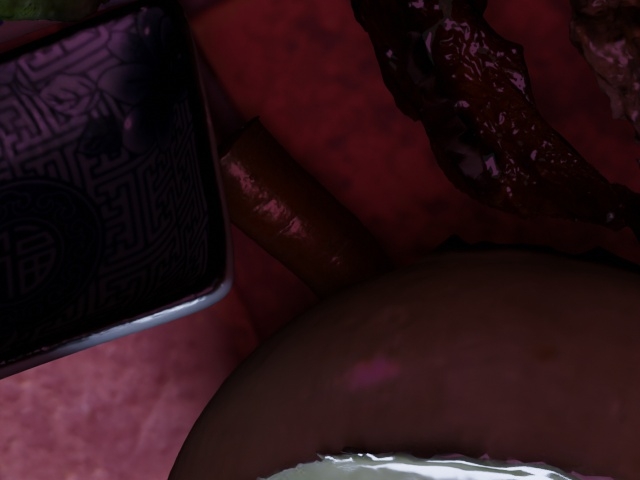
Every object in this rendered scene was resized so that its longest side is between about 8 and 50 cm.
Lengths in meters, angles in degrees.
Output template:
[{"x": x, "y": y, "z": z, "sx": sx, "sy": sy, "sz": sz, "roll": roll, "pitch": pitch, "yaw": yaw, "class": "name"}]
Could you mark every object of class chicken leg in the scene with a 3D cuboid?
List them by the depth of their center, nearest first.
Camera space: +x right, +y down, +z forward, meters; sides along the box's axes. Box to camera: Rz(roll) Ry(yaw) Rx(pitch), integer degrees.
[{"x": 0.076, "y": -0.062, "z": 0.791, "sx": 0.219, "sy": 0.048, "sz": 0.089, "roll": 57, "pitch": 142, "yaw": 17, "class": "chicken leg"}]

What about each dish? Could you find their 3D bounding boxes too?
[{"x": -0.151, "y": 0.007, "z": 0.828, "sx": 0.243, "sy": 0.181, "sz": 0.080, "roll": -19, "pitch": 143, "yaw": 9, "class": "dish"}]

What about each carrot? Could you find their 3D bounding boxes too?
[{"x": 0.000, "y": 0.000, "z": 0.861, "sx": 0.048, "sy": 0.048, "sz": 0.139, "roll": -43, "pitch": 105, "yaw": 15, "class": "carrot"}]

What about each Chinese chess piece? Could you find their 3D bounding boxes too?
[{"x": 0.094, "y": 0.167, "z": 0.822, "sx": 0.349, "sy": 0.146, "sz": 0.349, "roll": 8, "pitch": 128, "yaw": 11, "class": "Chinese chess piece"}]

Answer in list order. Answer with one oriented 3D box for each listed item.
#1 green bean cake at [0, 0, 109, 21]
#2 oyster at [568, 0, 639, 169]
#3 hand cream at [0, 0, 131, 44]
[{"x": -0.160, "y": -0.192, "z": 0.700, "sx": 0.113, "sy": 0.214, "sz": 0.200, "roll": 13, "pitch": 100, "yaw": 27, "class": "green bean cake"}, {"x": 0.163, "y": -0.092, "z": 0.786, "sx": 0.105, "sy": 0.056, "sz": 0.177, "roll": -3, "pitch": 77, "yaw": 5, "class": "oyster"}, {"x": -0.166, "y": -0.111, "z": 0.829, "sx": 0.171, "sy": 0.043, "sz": 0.065, "roll": -23, "pitch": 93, "yaw": 6, "class": "hand cream"}]
